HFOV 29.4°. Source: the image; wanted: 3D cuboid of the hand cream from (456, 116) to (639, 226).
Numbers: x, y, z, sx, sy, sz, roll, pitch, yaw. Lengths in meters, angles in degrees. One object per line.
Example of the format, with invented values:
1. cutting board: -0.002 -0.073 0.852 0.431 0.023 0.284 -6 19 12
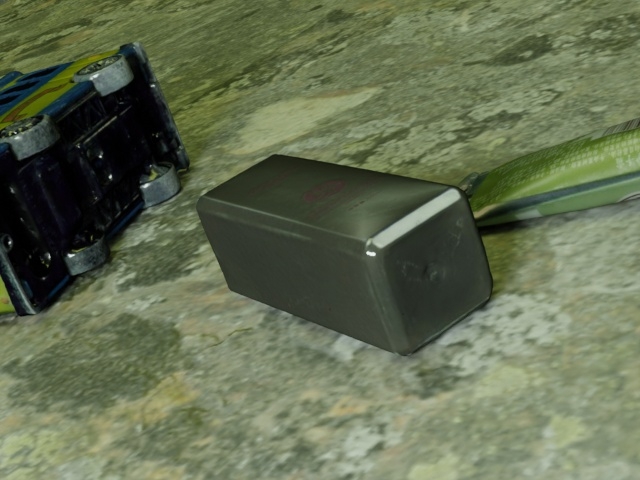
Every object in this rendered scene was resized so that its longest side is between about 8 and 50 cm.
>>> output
1. hand cream: 0.180 -0.046 0.779 0.235 0.055 0.086 -15 19 36

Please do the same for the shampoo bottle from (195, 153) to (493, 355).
1. shampoo bottle: 0.000 0.000 0.776 0.080 0.079 0.246 -31 23 -25

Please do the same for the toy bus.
1. toy bus: -0.252 -0.051 1.048 0.175 0.138 0.287 -9 25 27
